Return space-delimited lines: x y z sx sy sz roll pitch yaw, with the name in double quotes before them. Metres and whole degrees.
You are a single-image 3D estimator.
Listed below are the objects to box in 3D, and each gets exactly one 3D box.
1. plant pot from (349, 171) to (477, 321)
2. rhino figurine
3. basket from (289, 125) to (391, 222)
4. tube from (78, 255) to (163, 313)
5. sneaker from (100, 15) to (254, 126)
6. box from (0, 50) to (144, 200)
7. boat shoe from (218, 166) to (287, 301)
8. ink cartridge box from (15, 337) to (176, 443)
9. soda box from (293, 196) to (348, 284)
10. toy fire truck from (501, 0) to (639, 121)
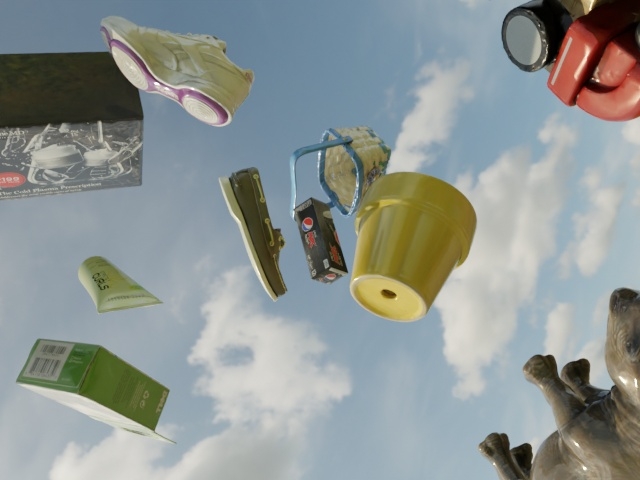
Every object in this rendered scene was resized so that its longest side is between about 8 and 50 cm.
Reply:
"plant pot" 0.176 0.027 1.202 0.239 0.254 0.254 -65 -37 -34
"rhino figurine" 0.182 0.123 0.373 0.073 0.106 0.243 -5 -51 -20
"basket" 0.045 -0.187 1.605 0.289 0.201 0.255 -20 -35 -18
"tube" -0.330 0.075 0.921 0.070 0.240 0.062 -48 -59 -15
"sneaker" -0.267 -0.337 1.089 0.152 0.305 0.114 -57 -2 -26
"box" -0.584 -0.248 1.288 0.343 0.312 0.179 -9 -110 -21
"boat shoe" -0.129 -0.012 1.286 0.091 0.109 0.305 -23 -79 -10
"ink cartridge box" -0.276 0.202 0.763 0.209 0.109 0.062 56 -138 -49
"soda box" 0.000 0.000 1.154 0.060 0.053 0.169 20 -134 -46
"toy fire truck" 0.281 -0.168 0.401 0.158 0.246 0.217 -27 -28 -13
